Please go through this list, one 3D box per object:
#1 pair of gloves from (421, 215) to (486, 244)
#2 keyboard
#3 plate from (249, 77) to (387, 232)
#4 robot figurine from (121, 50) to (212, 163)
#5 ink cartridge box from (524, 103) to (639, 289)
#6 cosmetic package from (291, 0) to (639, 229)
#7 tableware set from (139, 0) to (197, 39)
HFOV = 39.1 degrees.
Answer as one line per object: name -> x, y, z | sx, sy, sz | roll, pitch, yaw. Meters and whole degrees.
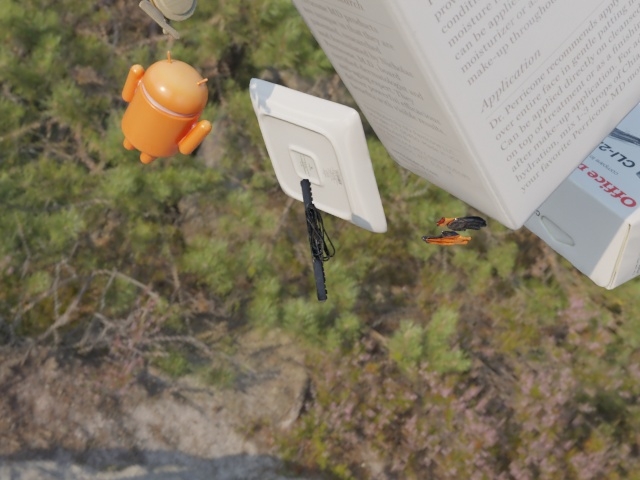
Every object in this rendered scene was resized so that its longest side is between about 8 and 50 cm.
pair of gloves -> 0.184, -0.014, 1.242 | 0.074, 0.083, 0.010 | 2, 64, -21
keyboard -> 0.000, 0.000, 1.372 | 0.038, 0.192, 0.100 | -9, 6, -1
plate -> -0.014, -0.147, 1.658 | 0.278, 0.277, 0.045 | 24, 54, 39
robot figurine -> -0.286, -0.241, 1.670 | 0.128, 0.219, 0.158 | 3, 49, -36
ink cartridge box -> 0.404, -0.079, 1.149 | 0.273, 0.114, 0.197 | -24, 47, -23
cosmetic package -> 0.079, -0.242, 0.594 | 0.161, 0.230, 0.453 | 37, -11, 46
tableware set -> -0.253, -0.385, 1.278 | 0.194, 0.039, 0.128 | 41, 59, -41
